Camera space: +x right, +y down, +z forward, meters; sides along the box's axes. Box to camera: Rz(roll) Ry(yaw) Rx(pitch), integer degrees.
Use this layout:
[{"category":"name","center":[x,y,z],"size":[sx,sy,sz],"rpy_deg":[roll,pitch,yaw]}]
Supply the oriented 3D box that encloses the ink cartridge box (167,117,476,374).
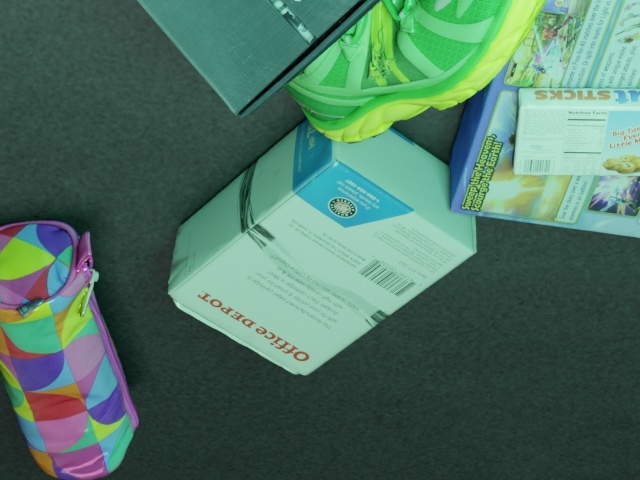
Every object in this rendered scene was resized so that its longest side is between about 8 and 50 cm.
[{"category":"ink cartridge box","center":[0.000,0.000,1.359],"size":[0.140,0.082,0.191],"rpy_deg":[32,130,-27]}]

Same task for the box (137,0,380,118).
[{"category":"box","center":[-0.055,-0.215,1.077],"size":[0.183,0.059,0.232],"rpy_deg":[-39,91,35]}]

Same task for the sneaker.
[{"category":"sneaker","center":[0.047,-0.146,1.145],"size":[0.123,0.109,0.295],"rpy_deg":[36,148,-18]}]

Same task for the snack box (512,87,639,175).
[{"category":"snack box","center":[0.220,-0.072,1.232],"size":[0.178,0.022,0.064],"rpy_deg":[1,135,1]}]

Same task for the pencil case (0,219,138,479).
[{"category":"pencil case","center":[-0.207,0.089,1.449],"size":[0.104,0.104,0.236],"rpy_deg":[-3,138,5]}]

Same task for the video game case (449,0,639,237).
[{"category":"video game case","center":[0.235,-0.114,1.249],"size":[0.244,0.061,0.269],"rpy_deg":[7,136,-8]}]
